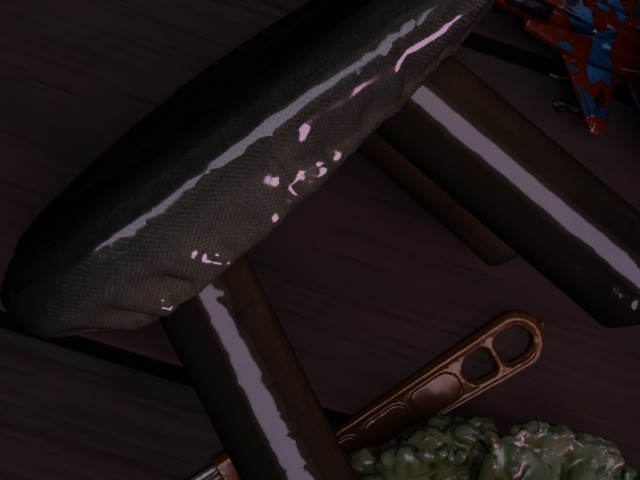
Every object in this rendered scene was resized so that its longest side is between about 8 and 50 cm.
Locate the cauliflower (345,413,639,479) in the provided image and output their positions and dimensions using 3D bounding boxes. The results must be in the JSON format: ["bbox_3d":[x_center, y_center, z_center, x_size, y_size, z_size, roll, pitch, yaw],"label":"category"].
[{"bbox_3d":[0.093,0.260,0.788,0.327,0.281,0.260,-42,126,0],"label":"cauliflower"}]

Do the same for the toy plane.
[{"bbox_3d":[0.165,-0.146,0.868,0.189,0.061,0.130,14,92,-22],"label":"toy plane"}]

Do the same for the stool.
[{"bbox_3d":[0.000,0.000,0.742,0.310,0.310,0.226,-37,102,-3],"label":"stool"}]

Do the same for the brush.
[{"bbox_3d":[0.026,0.142,0.897,0.314,0.017,0.090,-32,97,-6],"label":"brush"}]
